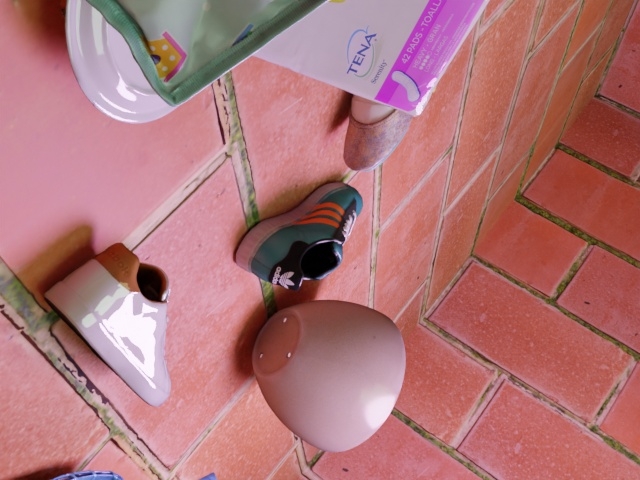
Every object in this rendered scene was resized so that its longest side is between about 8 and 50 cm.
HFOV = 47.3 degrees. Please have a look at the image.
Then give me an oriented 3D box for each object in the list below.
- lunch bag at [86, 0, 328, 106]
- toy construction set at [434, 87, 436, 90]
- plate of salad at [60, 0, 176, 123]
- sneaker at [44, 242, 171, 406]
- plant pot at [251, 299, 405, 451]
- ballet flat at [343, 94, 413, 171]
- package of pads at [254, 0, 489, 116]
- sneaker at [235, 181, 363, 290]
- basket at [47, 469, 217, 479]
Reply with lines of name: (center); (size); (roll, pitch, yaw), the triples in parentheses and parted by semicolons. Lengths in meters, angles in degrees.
lunch bag: (-0.040, -0.240, 0.437); (0.262, 0.223, 0.160); (-36, 127, 9)
toy construction set: (0.087, -0.324, 0.863); (0.215, 0.151, 0.327); (-7, 123, -33)
plate of salad: (-0.153, -0.202, 0.646); (0.200, 0.048, 0.199); (-46, 148, -40)
sneaker: (-0.213, 0.107, 0.881); (0.123, 0.106, 0.290); (-46, 156, -21)
plant pot: (-0.013, 0.223, 1.347); (0.191, 0.284, 0.284); (32, 91, -35)
ballet flat: (0.113, -0.257, 1.132); (0.315, 0.108, 0.106); (-59, 140, -11)
package of pads: (0.052, -0.278, 0.684); (0.101, 0.229, 0.296); (-83, -164, -45)
sneaker: (0.000, 0.000, 1.188); (0.302, 0.121, 0.108); (-34, 150, -48)
basket: (-0.294, 0.394, 0.942); (0.289, 0.201, 0.255); (-28, 165, 12)
